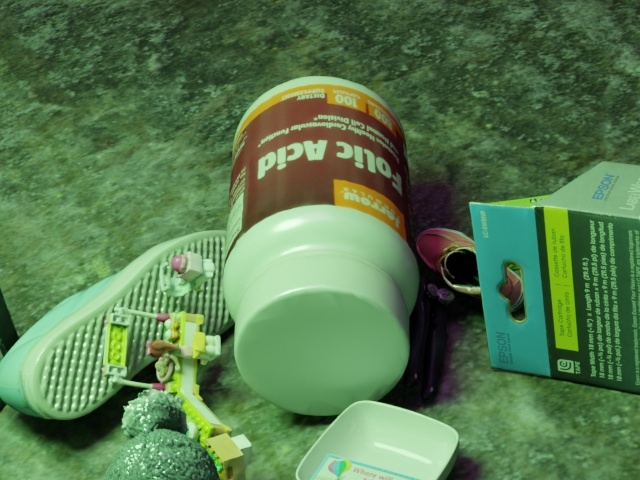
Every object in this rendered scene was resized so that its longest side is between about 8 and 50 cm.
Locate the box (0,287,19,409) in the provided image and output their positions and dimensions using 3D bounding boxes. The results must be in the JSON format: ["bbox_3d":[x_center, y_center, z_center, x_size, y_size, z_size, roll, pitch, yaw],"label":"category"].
[{"bbox_3d":[-0.461,0.151,1.571,0.076,0.242,0.307,7,39,24],"label":"box"}]

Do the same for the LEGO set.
[{"bbox_3d":[-0.166,0.153,1.550,0.107,0.132,0.287,14,47,-32],"label":"LEGO set"}]

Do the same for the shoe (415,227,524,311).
[{"bbox_3d":[0.163,0.024,1.697,0.178,0.081,0.063,34,93,41],"label":"shoe"}]

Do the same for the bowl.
[{"bbox_3d":[0.063,0.238,1.468,0.142,0.053,0.142,14,42,32],"label":"bowl"}]

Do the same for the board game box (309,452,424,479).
[{"bbox_3d":[0.051,0.253,1.282,0.154,0.026,0.103,12,42,29],"label":"board game box"}]

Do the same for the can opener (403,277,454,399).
[{"bbox_3d":[0.121,0.112,1.637,0.059,0.073,0.186,24,36,-17],"label":"can opener"}]

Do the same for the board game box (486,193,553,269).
[{"bbox_3d":[0.294,-0.016,1.763,0.181,0.043,0.092,-8,36,5],"label":"board game box"}]

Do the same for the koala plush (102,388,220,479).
[{"bbox_3d":[-0.138,0.262,1.344,0.203,0.221,0.196,-12,35,-1],"label":"koala plush"}]

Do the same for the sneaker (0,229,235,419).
[{"bbox_3d":[-0.238,0.088,1.697,0.150,0.135,0.366,-1,21,46],"label":"sneaker"}]

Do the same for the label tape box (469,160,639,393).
[{"bbox_3d":[0.341,0.044,1.496,0.333,0.241,0.106,9,40,26],"label":"label tape box"}]

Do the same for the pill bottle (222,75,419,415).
[{"bbox_3d":[0.000,0.000,1.659,0.224,0.224,0.392,-8,38,5],"label":"pill bottle"}]
